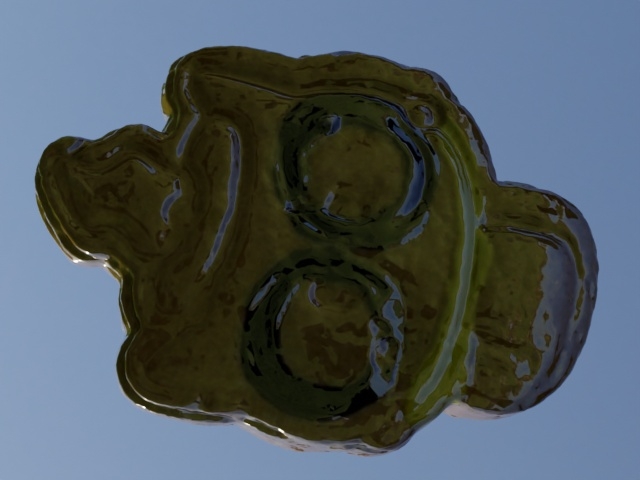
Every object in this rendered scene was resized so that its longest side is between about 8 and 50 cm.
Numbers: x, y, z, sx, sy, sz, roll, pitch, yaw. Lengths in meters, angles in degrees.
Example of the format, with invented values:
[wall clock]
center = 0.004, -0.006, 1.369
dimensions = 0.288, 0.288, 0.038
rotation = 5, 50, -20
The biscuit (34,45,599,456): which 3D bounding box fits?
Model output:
[biscuit]
center = 0.000, 0.000, 0.937
dimensions = 0.041, 0.290, 0.208
rotation = 128, -27, -73
